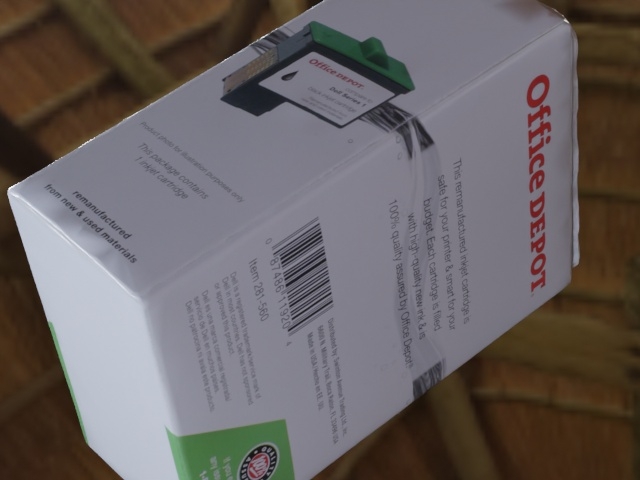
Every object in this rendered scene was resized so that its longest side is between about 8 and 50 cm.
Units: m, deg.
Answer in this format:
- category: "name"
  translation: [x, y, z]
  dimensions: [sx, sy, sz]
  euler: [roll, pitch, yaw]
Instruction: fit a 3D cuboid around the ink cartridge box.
- category: "ink cartridge box"
  translation: [0.000, 0.000, 0.704]
  dimensions: [0.219, 0.160, 0.092]
  euler: [-34, -130, -25]
